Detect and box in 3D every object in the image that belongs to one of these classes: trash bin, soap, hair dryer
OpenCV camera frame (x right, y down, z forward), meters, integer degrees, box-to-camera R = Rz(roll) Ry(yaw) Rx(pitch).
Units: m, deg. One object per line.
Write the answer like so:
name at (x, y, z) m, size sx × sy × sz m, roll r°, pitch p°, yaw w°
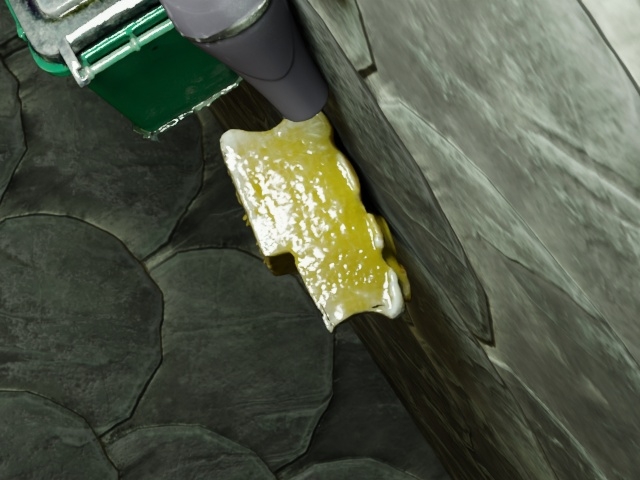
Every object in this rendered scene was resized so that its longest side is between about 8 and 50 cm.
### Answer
trash bin at (-0.256, -0.310, 1.886) m, size 0.295 × 0.259 × 0.381 m, roll 60°, pitch -176°, yaw 22°
soap at (0.000, 0.000, 1.822) m, size 0.338 × 0.169 × 0.304 m, roll 79°, pitch 167°, yaw -80°
hair dryer at (-0.120, -0.316, 1.492) m, size 0.301 × 0.121 × 0.361 m, roll 48°, pitch -167°, yaw -53°
